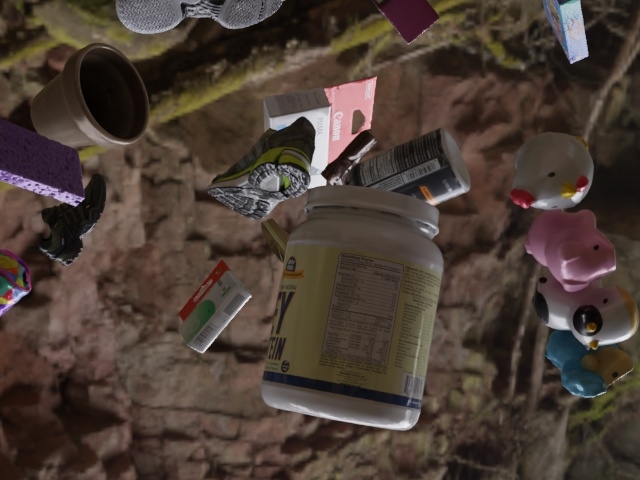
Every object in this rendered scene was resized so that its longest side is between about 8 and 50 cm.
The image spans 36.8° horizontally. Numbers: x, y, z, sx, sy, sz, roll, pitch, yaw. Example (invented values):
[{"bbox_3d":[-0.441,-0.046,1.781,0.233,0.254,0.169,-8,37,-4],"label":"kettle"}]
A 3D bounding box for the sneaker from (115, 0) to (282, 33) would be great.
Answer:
[{"bbox_3d":[-0.271,-0.535,2.017,0.366,0.137,0.210,-13,-142,-24],"label":"sneaker"}]

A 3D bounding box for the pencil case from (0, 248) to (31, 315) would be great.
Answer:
[{"bbox_3d":[-0.615,0.118,1.697,0.236,0.104,0.104,-39,-156,13],"label":"pencil case"}]

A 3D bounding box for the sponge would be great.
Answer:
[{"bbox_3d":[-0.513,-0.142,1.699,0.210,0.031,0.117,21,-136,-47],"label":"sponge"}]

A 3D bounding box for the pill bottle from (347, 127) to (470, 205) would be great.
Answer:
[{"bbox_3d":[0.143,-0.106,1.793,0.246,0.130,0.130,-23,-160,20],"label":"pill bottle"}]

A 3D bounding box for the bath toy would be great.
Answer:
[{"bbox_3d":[0.325,0.031,1.254,0.151,0.348,0.129,5,-146,40],"label":"bath toy"}]

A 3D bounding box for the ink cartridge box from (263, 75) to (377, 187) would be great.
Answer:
[{"bbox_3d":[0.004,-0.235,2.204,0.261,0.296,0.066,-13,-121,-10],"label":"ink cartridge box"}]

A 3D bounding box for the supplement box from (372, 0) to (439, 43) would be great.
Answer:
[{"bbox_3d":[0.143,-0.474,1.853,0.081,0.104,0.188,-38,-142,13],"label":"supplement box"}]

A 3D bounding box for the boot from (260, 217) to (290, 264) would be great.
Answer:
[{"bbox_3d":[0.000,0.000,1.926,0.165,0.077,0.213,-42,-105,-13],"label":"boot"}]

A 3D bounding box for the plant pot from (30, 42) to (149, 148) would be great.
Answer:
[{"bbox_3d":[-0.603,-0.341,2.437,0.229,0.263,0.263,-14,-162,29],"label":"plant pot"}]

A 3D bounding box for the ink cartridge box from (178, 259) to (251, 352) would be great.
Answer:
[{"bbox_3d":[-0.269,0.141,2.268,0.056,0.181,0.225,38,-178,-33],"label":"ink cartridge box"}]

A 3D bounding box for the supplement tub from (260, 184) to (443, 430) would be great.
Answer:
[{"bbox_3d":[0.052,0.100,1.414,0.236,0.324,0.235,10,171,2],"label":"supplement tub"}]

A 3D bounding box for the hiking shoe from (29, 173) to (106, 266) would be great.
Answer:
[{"bbox_3d":[-0.565,-0.057,2.169,0.114,0.226,0.086,26,-177,-25],"label":"hiking shoe"}]

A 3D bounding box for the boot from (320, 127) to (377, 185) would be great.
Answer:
[{"bbox_3d":[0.060,-0.132,1.619,0.037,0.114,0.106,43,-179,23],"label":"boot"}]

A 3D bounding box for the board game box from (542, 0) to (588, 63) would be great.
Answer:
[{"bbox_3d":[0.529,-0.514,2.114,0.047,0.210,0.160,-22,-121,10],"label":"board game box"}]

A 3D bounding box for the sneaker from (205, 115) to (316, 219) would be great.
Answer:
[{"bbox_3d":[-0.094,-0.123,1.671,0.300,0.111,0.121,-17,-137,53],"label":"sneaker"}]
